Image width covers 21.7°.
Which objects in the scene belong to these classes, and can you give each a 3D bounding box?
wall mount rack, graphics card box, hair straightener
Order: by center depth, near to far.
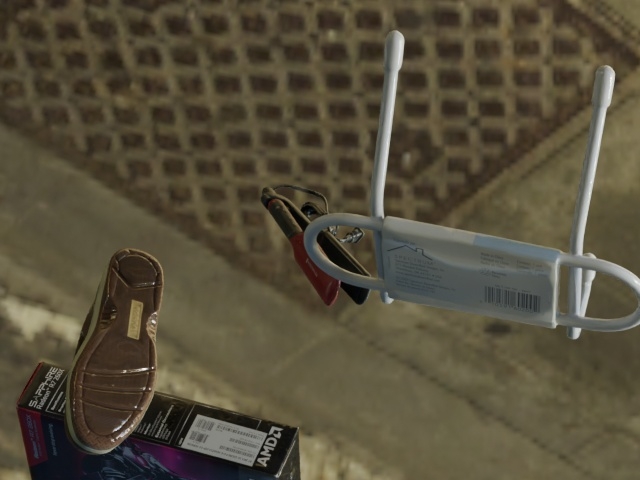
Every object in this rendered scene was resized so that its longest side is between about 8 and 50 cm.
[{"bbox_3d":[0.160,-0.038,1.626,0.350,0.130,0.304,10,143,14],"label":"wall mount rack"},{"bbox_3d":[0.000,0.000,1.849,0.089,0.230,0.047,1,117,-30],"label":"hair straightener"},{"bbox_3d":[-0.210,0.305,2.206,0.371,0.094,0.233,13,135,13],"label":"graphics card box"}]

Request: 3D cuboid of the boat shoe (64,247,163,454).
[{"bbox_3d":[-0.231,0.135,1.851,0.095,0.257,0.095,25,140,-14],"label":"boat shoe"}]
